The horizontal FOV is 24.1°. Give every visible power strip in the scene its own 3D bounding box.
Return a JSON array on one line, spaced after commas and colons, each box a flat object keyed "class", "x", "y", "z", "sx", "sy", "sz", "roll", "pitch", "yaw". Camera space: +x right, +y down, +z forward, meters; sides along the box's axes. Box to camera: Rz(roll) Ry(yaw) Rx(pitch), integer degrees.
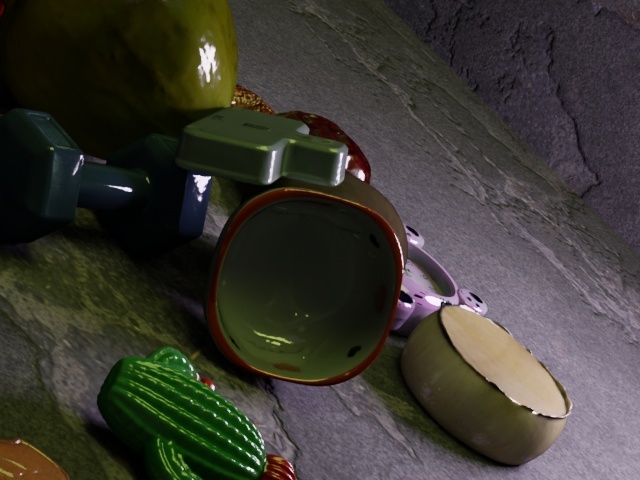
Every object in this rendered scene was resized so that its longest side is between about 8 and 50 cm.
[{"class": "power strip", "x": -0.063, "y": -0.112, "z": 1.902, "sx": 0.193, "sy": 0.059, "sz": 0.265, "roll": 13, "pitch": 12, "yaw": 8}]

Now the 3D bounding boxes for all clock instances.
[{"class": "clock", "x": 0.119, "y": 0.063, "z": 2.313, "sx": 0.227, "sy": 0.090, "sz": 0.248, "roll": 47, "pitch": 22, "yaw": 29}]

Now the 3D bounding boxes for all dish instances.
[{"class": "dish", "x": -0.031, "y": 0.051, "z": 1.855, "sx": 0.256, "sy": 0.256, "sz": 0.117, "roll": 31, "pitch": -3, "yaw": -17}]

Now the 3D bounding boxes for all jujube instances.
[{"class": "jujube", "x": -0.020, "y": -0.115, "z": 2.334, "sx": 0.183, "sy": 0.183, "sz": 0.243, "roll": 28, "pitch": 1, "yaw": -26}]

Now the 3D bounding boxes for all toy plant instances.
[{"class": "toy plant", "x": -0.122, "y": 0.210, "z": 1.523, "sx": 0.240, "sy": 0.088, "sz": 0.154, "roll": 49, "pitch": 31, "yaw": 3}]

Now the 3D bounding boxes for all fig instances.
[{"class": "fig", "x": -0.264, "y": -0.252, "z": 2.037, "sx": 0.343, "sy": 0.343, "sz": 0.343, "roll": 33, "pitch": 19, "yaw": -13}]

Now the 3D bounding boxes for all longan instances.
[{"class": "longan", "x": 0.000, "y": 0.000, "z": 2.041, "sx": 0.246, "sy": 0.215, "sz": 0.246, "roll": 54, "pitch": 2, "yaw": -3}]

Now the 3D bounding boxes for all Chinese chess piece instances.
[{"class": "Chinese chess piece", "x": 0.236, "y": 0.205, "z": 2.153, "sx": 0.257, "sy": 0.104, "sz": 0.257, "roll": 32, "pitch": 19, "yaw": -12}]

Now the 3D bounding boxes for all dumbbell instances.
[{"class": "dumbbell", "x": -0.277, "y": -0.066, "z": 1.811, "sx": 0.316, "sy": 0.156, "sz": 0.144, "roll": 7, "pitch": 64, "yaw": -56}]

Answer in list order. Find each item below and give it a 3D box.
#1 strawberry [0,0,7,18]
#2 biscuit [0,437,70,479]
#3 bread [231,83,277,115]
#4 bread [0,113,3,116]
[{"class": "strawberry", "x": -0.451, "y": -0.355, "z": 2.225, "sx": 0.148, "sy": 0.131, "sz": 0.131, "roll": 35, "pitch": 18, "yaw": -9}, {"class": "biscuit", "x": -0.263, "y": 0.220, "z": 1.336, "sx": 0.102, "sy": 0.019, "sz": 0.130, "roll": 31, "pitch": 18, "yaw": -21}, {"class": "bread", "x": -0.141, "y": -0.212, "z": 2.539, "sx": 0.193, "sy": 0.064, "sz": 0.193, "roll": 30, "pitch": 22, "yaw": -13}, {"class": "bread", "x": -0.387, "y": -0.121, "z": 1.882, "sx": 0.083, "sy": 0.046, "sz": 0.081, "roll": 50, "pitch": 16, "yaw": 26}]
